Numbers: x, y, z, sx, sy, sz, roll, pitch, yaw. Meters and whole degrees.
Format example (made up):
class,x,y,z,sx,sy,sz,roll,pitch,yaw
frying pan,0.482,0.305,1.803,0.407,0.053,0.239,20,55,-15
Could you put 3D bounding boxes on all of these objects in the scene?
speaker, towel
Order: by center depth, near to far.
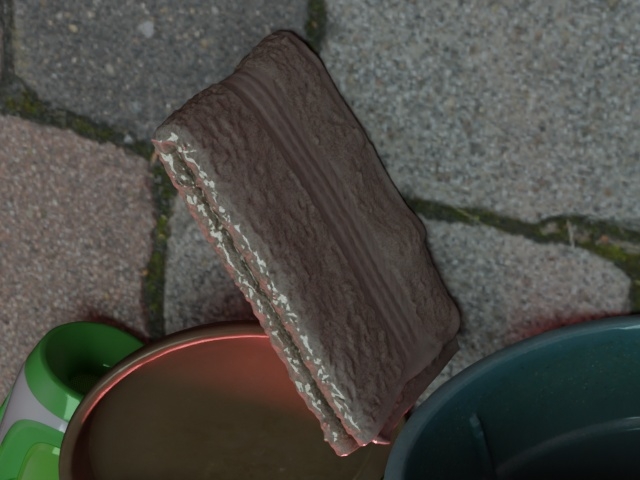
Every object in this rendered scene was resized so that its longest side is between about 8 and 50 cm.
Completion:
class,x,y,z,sx,sy,sz,roll,pitch,yaw
towel,0.000,0.000,1.357,0.049,0.187,0.282,-23,104,36
speaker,-0.227,0.214,1.602,0.131,0.131,0.296,29,123,9

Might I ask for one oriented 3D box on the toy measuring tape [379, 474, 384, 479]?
class,x,y,z,sx,sy,sz,roll,pitch,yaw
toy measuring tape,0.089,0.283,1.467,0.121,0.121,0.330,4,96,23

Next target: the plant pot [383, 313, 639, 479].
class,x,y,z,sx,sy,sz,roll,pitch,yaw
plant pot,0.241,0.282,1.320,0.341,0.341,0.334,1,122,24

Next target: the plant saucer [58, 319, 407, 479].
class,x,y,z,sx,sy,sz,roll,pitch,yaw
plant saucer,-0.069,0.165,1.488,0.278,0.041,0.277,-5,127,-6
